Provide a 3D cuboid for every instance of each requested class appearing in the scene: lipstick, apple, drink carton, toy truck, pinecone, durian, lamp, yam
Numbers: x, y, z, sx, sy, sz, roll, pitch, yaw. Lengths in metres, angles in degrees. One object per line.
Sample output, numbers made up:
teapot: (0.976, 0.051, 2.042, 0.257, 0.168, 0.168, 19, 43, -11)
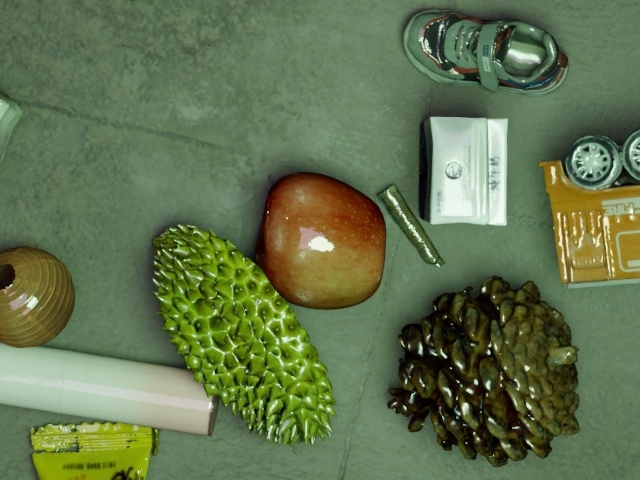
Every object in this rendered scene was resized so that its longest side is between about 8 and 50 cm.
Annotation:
lipstick: (-0.302, 0.198, 1.721, 0.327, 0.087, 0.087, 9, 93, 1)
apple: (0.000, 0.000, 1.655, 0.168, 0.181, 0.181, 5, 93, -2)
drink carton: (0.179, -0.088, 1.622, 0.102, 0.222, 0.134, 2, 93, 2)
toy truck: (0.484, -0.041, 1.573, 0.388, 0.173, 0.207, -6, 89, 27)
pinecone: (0.210, 0.163, 1.636, 0.257, 0.243, 0.243, 9, 93, 23)
durian: (-0.095, 0.125, 1.667, 0.157, 0.169, 0.355, -33, 91, 6)
lamp: (-0.395, 0.075, 1.694, 0.136, 0.136, 0.136, 0, 93, 2)
yam: (0.122, -0.015, 1.725, 0.033, 0.027, 0.129, -32, 89, -36)

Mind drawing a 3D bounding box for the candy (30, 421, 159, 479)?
candy: (-0.301, 0.397, 1.738, 0.187, 0.081, 0.297, -2, 81, 1)

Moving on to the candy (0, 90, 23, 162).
candy: (-0.585, -0.185, 1.684, 0.359, 0.145, 0.208, 34, 92, -1)

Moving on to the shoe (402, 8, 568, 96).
shoe: (0.220, -0.245, 1.664, 0.228, 0.125, 0.099, 12, 96, 0)
